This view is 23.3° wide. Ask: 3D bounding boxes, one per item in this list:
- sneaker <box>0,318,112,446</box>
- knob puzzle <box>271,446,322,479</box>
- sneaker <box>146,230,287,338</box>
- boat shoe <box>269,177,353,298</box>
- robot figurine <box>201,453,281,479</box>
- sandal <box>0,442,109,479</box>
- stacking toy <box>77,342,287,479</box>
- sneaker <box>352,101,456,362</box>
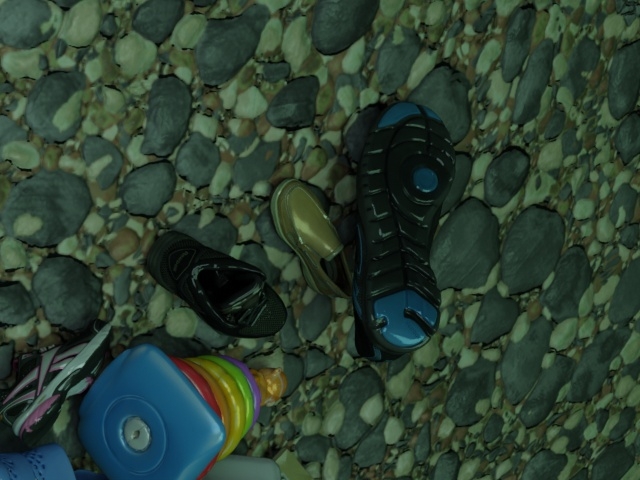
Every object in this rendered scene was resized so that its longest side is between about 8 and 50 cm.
[{"bbox_3d":[-0.303,0.143,1.746,0.178,0.077,0.072,-50,167,-42],"label":"sneaker"},{"bbox_3d":[-0.067,0.391,2.093,0.213,0.030,0.213,-16,116,-35],"label":"knob puzzle"},{"bbox_3d":[-0.097,0.074,1.858,0.087,0.130,0.227,-55,137,-6],"label":"sneaker"},{"bbox_3d":[0.000,0.000,1.948,0.068,0.072,0.190,-46,133,-17],"label":"boat shoe"},{"bbox_3d":[-0.110,0.434,1.864,0.200,0.353,0.300,6,144,-12],"label":"robot figurine"},{"bbox_3d":[-0.337,0.281,1.750,0.138,0.126,0.317,-55,143,-13],"label":"sandal"},{"bbox_3d":[-0.131,0.197,1.878,0.175,0.166,0.302,-52,161,28],"label":"stacking toy"},{"bbox_3d":[0.086,-0.012,1.964,0.125,0.139,0.340,13,68,-12],"label":"sneaker"}]
